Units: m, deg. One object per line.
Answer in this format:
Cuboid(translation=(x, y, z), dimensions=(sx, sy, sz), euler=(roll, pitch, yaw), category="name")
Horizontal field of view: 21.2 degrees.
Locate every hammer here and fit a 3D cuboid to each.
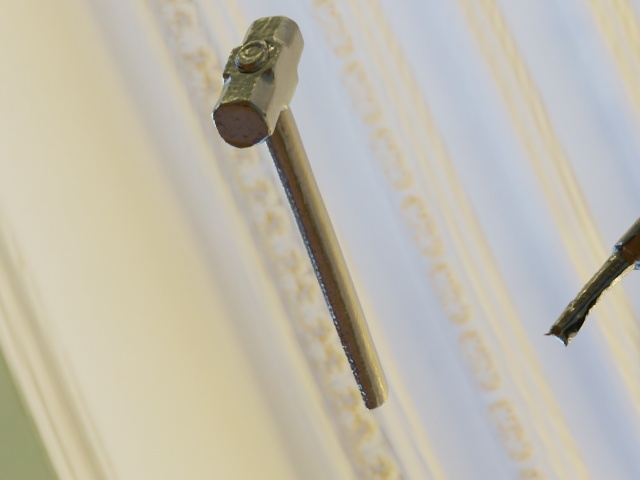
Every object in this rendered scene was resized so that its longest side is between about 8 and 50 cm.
Cuboid(translation=(0.000, 0.000, 1.352), dimensions=(0.043, 0.111, 0.365), euler=(-4, -50, 20), category="hammer")

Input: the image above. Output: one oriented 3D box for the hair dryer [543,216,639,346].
Cuboid(translation=(0.289, -0.047, 1.146), dimensions=(0.120, 0.359, 0.304), euler=(50, -18, -8), category="hair dryer")
